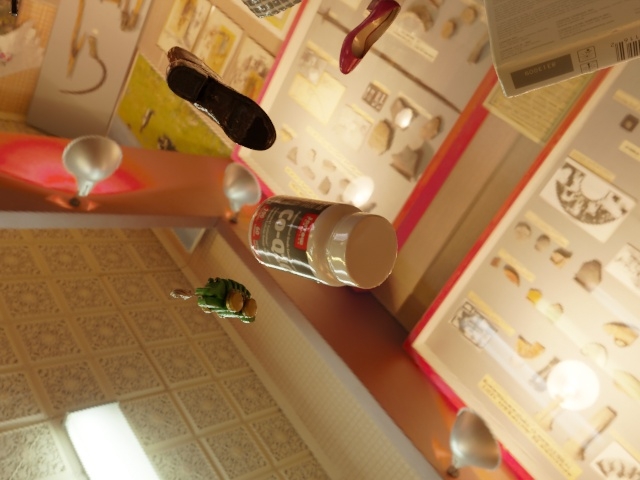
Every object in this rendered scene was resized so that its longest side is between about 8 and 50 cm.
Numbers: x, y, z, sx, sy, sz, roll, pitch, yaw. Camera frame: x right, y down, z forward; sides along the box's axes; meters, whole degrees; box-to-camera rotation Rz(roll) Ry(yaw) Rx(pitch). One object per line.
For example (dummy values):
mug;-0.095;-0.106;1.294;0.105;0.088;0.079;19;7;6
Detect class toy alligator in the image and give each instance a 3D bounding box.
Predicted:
toy alligator;-0.143;0.075;0.834;0.189;0.056;0.052;36;-126;-57

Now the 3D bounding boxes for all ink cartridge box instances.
ink cartridge box;0.449;-0.456;1.032;0.091;0.307;0.385;45;-140;-46

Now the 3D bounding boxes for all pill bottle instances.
pill bottle;0.000;0.000;1.153;0.161;0.162;0.283;5;-176;-42

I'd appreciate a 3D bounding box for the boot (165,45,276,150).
boot;-0.225;-0.315;1.295;0.264;0.096;0.280;25;-164;-22

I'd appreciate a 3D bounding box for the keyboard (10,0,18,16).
keyboard;-0.797;-0.688;1.544;0.038;0.192;0.100;-4;-158;-29

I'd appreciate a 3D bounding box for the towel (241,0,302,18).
towel;-0.073;-0.511;0.964;0.235;0.283;0.121;40;-124;-40

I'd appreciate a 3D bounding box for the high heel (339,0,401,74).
high heel;0.143;-0.586;1.708;0.082;0.244;0.117;26;-168;-39
